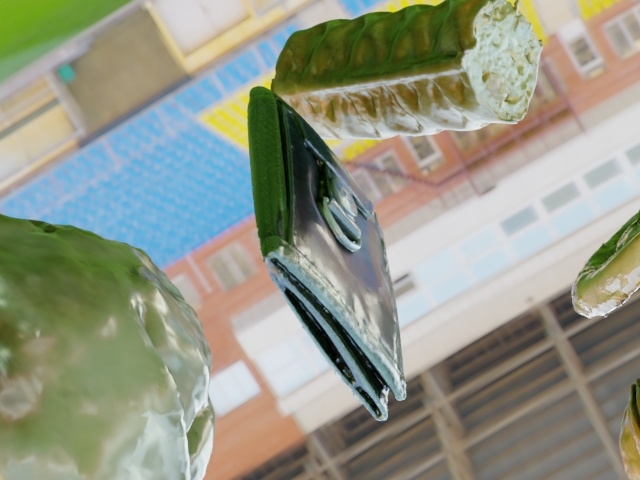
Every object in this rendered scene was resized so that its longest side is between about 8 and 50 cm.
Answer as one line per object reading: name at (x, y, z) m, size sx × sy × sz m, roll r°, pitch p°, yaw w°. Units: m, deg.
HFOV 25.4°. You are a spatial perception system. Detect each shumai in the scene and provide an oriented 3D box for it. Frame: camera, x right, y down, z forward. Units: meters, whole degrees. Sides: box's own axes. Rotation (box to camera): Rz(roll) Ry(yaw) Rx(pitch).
shumai at (-0.123, 0.155, 0.549) m, size 0.288 × 0.292 × 0.330 m, roll 30°, pitch -137°, yaw 34°

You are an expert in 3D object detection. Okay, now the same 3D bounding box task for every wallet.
wallet at (0.002, -0.001, 1.001) m, size 0.055 × 0.160 × 0.236 m, roll -31°, pitch -150°, yaw 12°

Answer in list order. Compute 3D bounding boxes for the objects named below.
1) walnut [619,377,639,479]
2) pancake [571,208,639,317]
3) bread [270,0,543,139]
walnut at (0.356, 0.202, 1.335) m, size 0.144 × 0.180 × 0.144 m, roll -31°, pitch 169°, yaw -7°
pancake at (0.382, -0.046, 1.493) m, size 0.356 × 0.065 × 0.356 m, roll -43°, pitch 171°, yaw -9°
bread at (0.057, -0.134, 1.133) m, size 0.269 × 0.098 × 0.087 m, roll 1°, pitch -142°, yaw 51°
